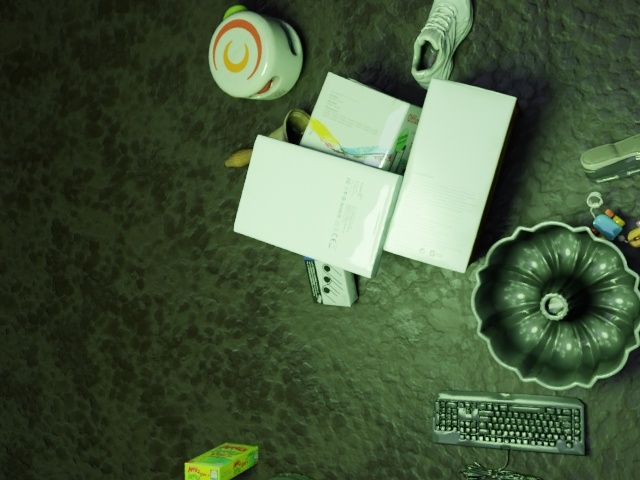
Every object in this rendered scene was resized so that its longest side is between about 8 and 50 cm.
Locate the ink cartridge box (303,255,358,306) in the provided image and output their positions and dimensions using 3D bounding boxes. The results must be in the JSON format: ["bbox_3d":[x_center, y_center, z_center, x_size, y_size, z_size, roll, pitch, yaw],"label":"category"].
[{"bbox_3d":[0.016,0.045,1.778,0.097,0.046,0.207,3,117,29],"label":"ink cartridge box"}]

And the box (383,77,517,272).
[{"bbox_3d":[0.268,-0.130,1.604,0.168,0.215,0.345,17,99,14],"label":"box"}]

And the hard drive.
[{"bbox_3d":[-0.010,-0.073,1.618,0.319,0.040,0.210,19,99,22],"label":"hard drive"}]

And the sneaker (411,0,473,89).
[{"bbox_3d":[0.251,-0.432,1.665,0.091,0.115,0.232,18,99,23],"label":"sneaker"}]

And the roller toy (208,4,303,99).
[{"bbox_3d":[-0.144,-0.417,1.827,0.191,0.146,0.209,24,107,31],"label":"roller toy"}]

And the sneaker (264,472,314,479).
[{"bbox_3d":[-0.024,0.628,1.817,0.286,0.130,0.109,23,103,23],"label":"sneaker"}]

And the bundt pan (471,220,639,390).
[{"bbox_3d":[0.471,0.117,1.568,0.331,0.124,0.330,5,101,29],"label":"bundt pan"}]

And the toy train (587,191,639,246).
[{"bbox_3d":[0.607,-0.048,1.559,0.167,0.046,0.125,2,91,21],"label":"toy train"}]

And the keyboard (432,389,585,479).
[{"bbox_3d":[0.390,0.422,1.678,0.317,0.033,0.201,-2,91,25],"label":"keyboard"}]

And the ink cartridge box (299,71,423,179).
[{"bbox_3d":[0.085,-0.190,1.703,0.197,0.198,0.269,27,103,22],"label":"ink cartridge box"}]

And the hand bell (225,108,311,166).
[{"bbox_3d":[-0.130,-0.209,1.867,0.242,0.126,0.126,-16,85,36],"label":"hand bell"}]

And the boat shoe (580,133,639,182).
[{"bbox_3d":[0.616,-0.160,1.553,0.206,0.075,0.065,-12,130,19],"label":"boat shoe"}]

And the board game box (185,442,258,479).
[{"bbox_3d":[-0.229,0.522,1.876,0.092,0.181,0.043,-1,92,24],"label":"board game box"}]
